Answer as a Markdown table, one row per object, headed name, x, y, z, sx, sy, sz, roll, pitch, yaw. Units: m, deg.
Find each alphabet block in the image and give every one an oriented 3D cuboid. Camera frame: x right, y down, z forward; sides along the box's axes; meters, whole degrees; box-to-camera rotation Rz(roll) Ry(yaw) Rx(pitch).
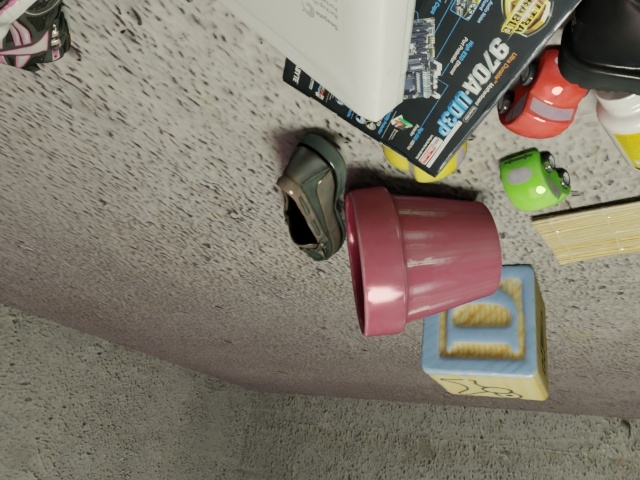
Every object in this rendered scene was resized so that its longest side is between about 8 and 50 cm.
| name | x | y | z | sx | sy | sz | roll | pitch | yaw |
| --- | --- | --- | --- | --- | --- | --- | --- | --- | --- |
| alphabet block | 0.303 | 0.171 | 0.932 | 0.192 | 0.194 | 0.197 | -2 | 153 | 27 |

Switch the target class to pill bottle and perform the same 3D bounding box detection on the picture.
| name | x | y | z | sx | sy | sz | roll | pitch | yaw |
| --- | --- | --- | --- | --- | --- | --- | --- | --- | --- |
| pill bottle | 0.293 | -0.115 | 0.466 | 0.065 | 0.065 | 0.116 | -15 | 146 | 43 |

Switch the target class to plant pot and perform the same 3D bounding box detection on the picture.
| name | x | y | z | sx | sy | sz | roll | pitch | yaw |
| --- | --- | --- | --- | --- | --- | --- | --- | --- | --- |
| plant pot | 0.133 | 0.020 | 0.693 | 0.180 | 0.202 | 0.201 | -7 | 155 | -1 |

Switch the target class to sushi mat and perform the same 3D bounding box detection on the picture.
| name | x | y | z | sx | sy | sz | roll | pitch | yaw |
| --- | --- | --- | --- | --- | --- | --- | --- | --- | --- |
| sushi mat | 0.457 | -0.021 | 0.666 | 0.316 | 0.019 | 0.151 | -12 | 147 | 39 |

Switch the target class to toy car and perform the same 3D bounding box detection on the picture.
| name | x | y | z | sx | sy | sz | roll | pitch | yaw |
| --- | --- | --- | --- | --- | --- | --- | --- | --- | --- |
| toy car | 0.214 | -0.085 | 0.573 | 0.225 | 0.053 | 0.239 | 28 | 150 | -35 |

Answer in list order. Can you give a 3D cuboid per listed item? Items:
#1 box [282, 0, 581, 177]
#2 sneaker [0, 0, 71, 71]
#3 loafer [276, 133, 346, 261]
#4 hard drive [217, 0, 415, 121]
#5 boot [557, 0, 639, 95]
| name | x | y | z | sx | sy | sz | roll | pitch | yaw |
| --- | --- | --- | --- | --- | --- | --- | --- | --- | --- |
| box | 0.067 | -0.162 | 0.392 | 0.175 | 0.051 | 0.220 | 33 | 155 | 3 |
| sneaker | -0.267 | -0.210 | 0.482 | 0.178 | 0.072 | 0.077 | -2 | 166 | 42 |
| loafer | -0.022 | -0.035 | 0.704 | 0.096 | 0.084 | 0.268 | 37 | 158 | 18 |
| hard drive | -0.029 | -0.220 | 0.254 | 0.203 | 0.040 | 0.308 | 44 | 165 | 21 |
| boot | 0.285 | -0.174 | 0.303 | 0.246 | 0.094 | 0.207 | 9 | 160 | 16 |
